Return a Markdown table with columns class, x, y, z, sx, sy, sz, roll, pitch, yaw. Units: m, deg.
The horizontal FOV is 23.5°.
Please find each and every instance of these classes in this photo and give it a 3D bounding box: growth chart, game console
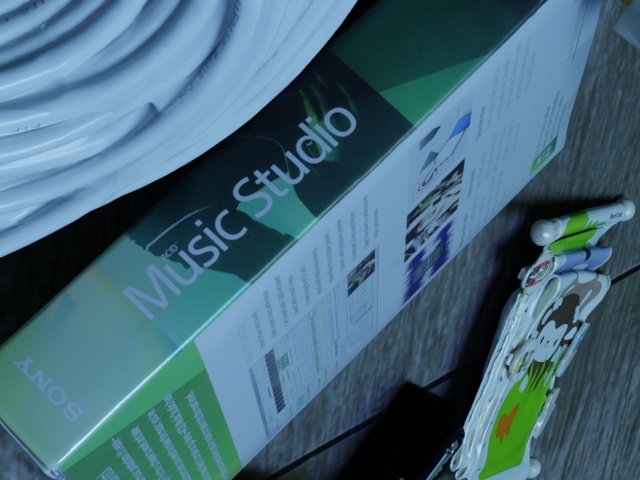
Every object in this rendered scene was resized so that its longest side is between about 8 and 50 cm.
| class | x | y | z | sx | sy | sz | roll | pitch | yaw |
| --- | --- | --- | --- | --- | --- | --- | --- | --- | --- |
| growth chart | 0.142 | 0.076 | 1.008 | 0.172 | 0.021 | 0.237 | -20 | 132 | -54 |
| game console | 0.051 | 0.158 | 0.949 | 0.071 | 0.107 | 0.122 | 34 | 92 | -28 |

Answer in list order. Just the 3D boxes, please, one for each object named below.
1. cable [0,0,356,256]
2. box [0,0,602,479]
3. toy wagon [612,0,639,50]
| class | x | y | z | sx | sy | sz | roll | pitch | yaw |
| --- | --- | --- | --- | --- | --- | --- | --- | --- | --- |
| cable | -0.101 | -0.090 | 0.448 | 0.257 | 0.089 | 0.257 | -21 | 154 | -10 |
| box | 0.000 | 0.000 | 0.700 | 0.322 | 0.058 | 0.232 | -45 | 164 | -14 |
| toy wagon | 0.241 | -0.220 | 0.628 | 0.344 | 0.068 | 0.267 | -54 | 177 | -12 |
